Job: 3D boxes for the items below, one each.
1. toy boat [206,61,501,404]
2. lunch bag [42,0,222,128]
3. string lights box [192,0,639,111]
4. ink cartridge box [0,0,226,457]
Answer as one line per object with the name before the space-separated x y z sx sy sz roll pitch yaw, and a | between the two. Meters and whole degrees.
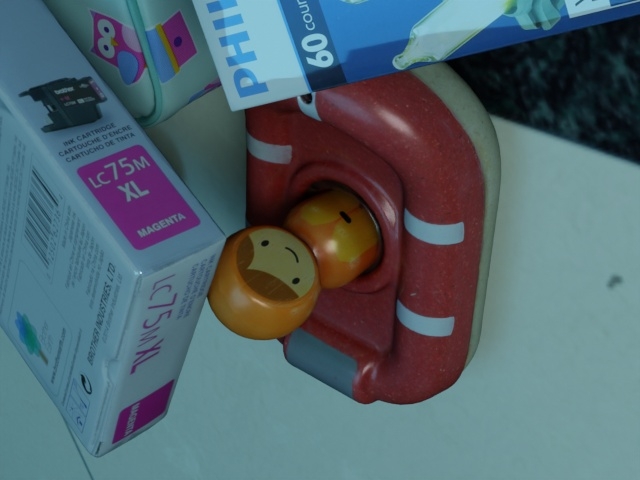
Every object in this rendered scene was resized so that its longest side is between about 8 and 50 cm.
toy boat | 0.000 0.000 0.816 0.151 0.151 0.231 26 132 30
lunch bag | -0.169 -0.177 0.899 0.279 0.108 0.224 14 131 42
string lights box | 0.065 -0.151 0.645 0.260 0.077 0.133 -11 109 27
ink cartridge box | -0.176 -0.053 0.840 0.311 0.065 0.186 49 146 19
